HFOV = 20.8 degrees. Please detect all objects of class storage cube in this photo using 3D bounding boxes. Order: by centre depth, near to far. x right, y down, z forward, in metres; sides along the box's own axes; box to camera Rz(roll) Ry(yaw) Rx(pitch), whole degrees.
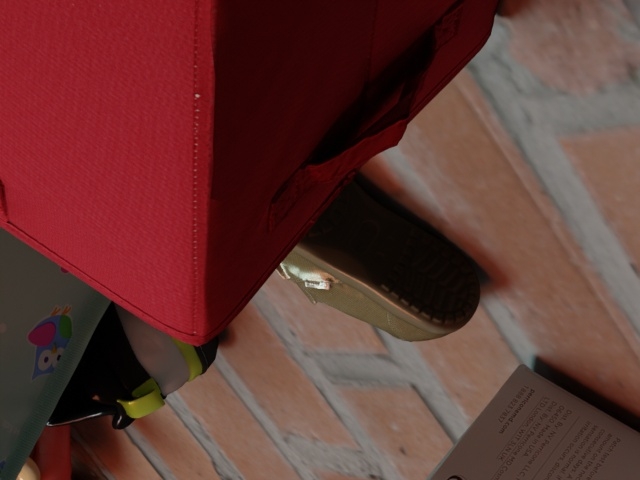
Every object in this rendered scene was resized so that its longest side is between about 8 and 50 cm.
[{"bbox_3d":[-0.056,-0.122,0.544,0.215,0.183,0.193,34,150,16],"label":"storage cube"}]

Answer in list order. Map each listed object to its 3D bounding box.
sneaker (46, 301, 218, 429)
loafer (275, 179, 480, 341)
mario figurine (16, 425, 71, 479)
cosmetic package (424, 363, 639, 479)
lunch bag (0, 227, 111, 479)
[{"bbox_3d":[-0.161,0.054,1.002,0.234,0.097,0.084,7,135,47],"label":"sneaker"},{"bbox_3d":[0.000,0.000,0.772,0.148,0.056,0.050,38,145,7],"label":"loafer"},{"bbox_3d":[-0.283,0.118,1.101,0.170,0.198,0.320,-19,131,17],"label":"mario figurine"},{"bbox_3d":[0.180,0.257,0.859,0.284,0.097,0.377,32,150,22],"label":"cosmetic package"},{"bbox_3d":[-0.248,0.050,0.874,0.160,0.262,0.223,9,156,47],"label":"lunch bag"}]
